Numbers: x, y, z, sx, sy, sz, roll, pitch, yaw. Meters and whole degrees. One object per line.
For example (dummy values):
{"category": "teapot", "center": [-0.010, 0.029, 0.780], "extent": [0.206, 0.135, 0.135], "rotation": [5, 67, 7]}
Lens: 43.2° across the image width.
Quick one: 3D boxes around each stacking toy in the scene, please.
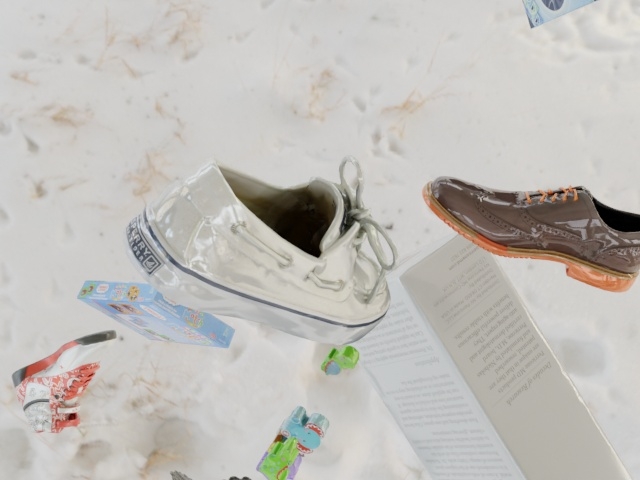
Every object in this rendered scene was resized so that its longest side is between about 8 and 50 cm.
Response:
{"category": "stacking toy", "center": [-0.029, 0.231, 0.892], "extent": [0.052, 0.221, 0.167], "rotation": [32, 42, 4]}

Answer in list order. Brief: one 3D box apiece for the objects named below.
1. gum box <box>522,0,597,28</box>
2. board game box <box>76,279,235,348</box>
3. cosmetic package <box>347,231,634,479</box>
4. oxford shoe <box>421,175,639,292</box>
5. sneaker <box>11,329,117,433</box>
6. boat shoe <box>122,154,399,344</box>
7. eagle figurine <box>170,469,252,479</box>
{"category": "gum box", "center": [0.330, -0.395, 1.136], "extent": [0.041, 0.184, 0.156], "rotation": [-22, 97, -10]}
{"category": "board game box", "center": [-0.259, 0.115, 1.266], "extent": [0.212, 0.160, 0.039], "rotation": [0, 60, 44]}
{"category": "cosmetic package", "center": [0.226, 0.227, 1.162], "extent": [0.162, 0.230, 0.453], "rotation": [-32, 92, -30]}
{"category": "oxford shoe", "center": [0.249, -0.032, 0.909], "extent": [0.272, 0.098, 0.096], "rotation": [17, 35, -9]}
{"category": "sneaker", "center": [-0.469, 0.276, 1.539], "extent": [0.270, 0.090, 0.144], "rotation": [-27, 78, 25]}
{"category": "boat shoe", "center": [-0.005, -0.007, 0.765], "extent": [0.156, 0.367, 0.135], "rotation": [-43, 57, 18]}
{"category": "eagle figurine", "center": [-0.166, 0.590, 1.605], "extent": [0.227, 0.225, 0.298], "rotation": [-10, 86, 0]}
